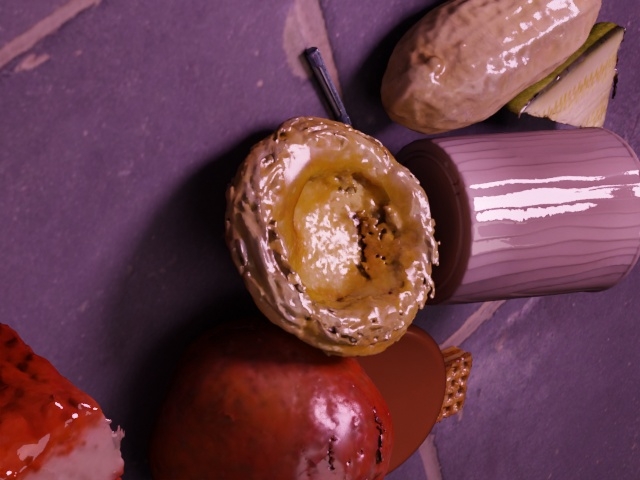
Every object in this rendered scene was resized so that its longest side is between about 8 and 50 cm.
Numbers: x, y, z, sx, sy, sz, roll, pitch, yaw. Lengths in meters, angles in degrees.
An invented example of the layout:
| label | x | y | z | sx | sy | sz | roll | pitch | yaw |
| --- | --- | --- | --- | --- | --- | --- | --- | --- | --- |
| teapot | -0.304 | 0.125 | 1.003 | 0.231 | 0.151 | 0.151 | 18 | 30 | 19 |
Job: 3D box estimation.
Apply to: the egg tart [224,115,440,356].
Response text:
| label | x | y | z | sx | sy | sz | roll | pitch | yaw |
| --- | --- | --- | --- | --- | --- | --- | --- | --- | --- |
| egg tart | 0.000 | 0.000 | 1.592 | 0.288 | 0.118 | 0.288 | 15 | 67 | -40 |

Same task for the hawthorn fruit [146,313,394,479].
| label | x | y | z | sx | sy | sz | roll | pitch | yaw |
| --- | --- | --- | --- | --- | --- | --- | --- | --- | --- |
| hawthorn fruit | -0.028 | 0.236 | 1.626 | 0.276 | 0.307 | 0.276 | -45 | 150 | -35 |

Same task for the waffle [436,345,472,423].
| label | x | y | z | sx | sy | sz | roll | pitch | yaw |
| --- | --- | --- | --- | --- | --- | --- | --- | --- | --- |
| waffle | 0.144 | 0.208 | 2.001 | 0.148 | 0.042 | 0.102 | -17 | 125 | -42 |

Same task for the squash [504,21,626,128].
| label | x | y | z | sx | sy | sz | roll | pitch | yaw |
| --- | --- | --- | --- | --- | --- | --- | --- | --- | --- |
| squash | 0.278 | -0.168 | 1.848 | 0.252 | 0.093 | 0.169 | -39 | 144 | -37 |

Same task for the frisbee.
| label | x | y | z | sx | sy | sz | roll | pitch | yaw |
| --- | --- | --- | --- | --- | --- | --- | --- | --- | --- |
| frisbee | 0.062 | 0.218 | 1.891 | 0.251 | 0.021 | 0.251 | -15 | 121 | -25 |

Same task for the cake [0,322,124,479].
| label | x | y | z | sx | sy | sz | roll | pitch | yaw |
| --- | --- | --- | --- | --- | --- | --- | --- | --- | --- |
| cake | -0.345 | 0.250 | 1.300 | 0.270 | 0.269 | 0.319 | -29 | 133 | -35 |

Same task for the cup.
| label | x | y | z | sx | sy | sz | roll | pitch | yaw |
| --- | --- | --- | --- | --- | --- | --- | --- | --- | --- |
| cup | 0.218 | -0.027 | 1.800 | 0.273 | 0.288 | 0.208 | -5 | 89 | -30 |

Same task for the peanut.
| label | x | y | z | sx | sy | sz | roll | pitch | yaw |
| --- | --- | --- | --- | --- | --- | --- | --- | --- | --- |
| peanut | 0.197 | -0.229 | 1.702 | 0.313 | 0.152 | 0.152 | -39 | 138 | -25 |

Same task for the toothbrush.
| label | x | y | z | sx | sy | sz | roll | pitch | yaw |
| --- | --- | --- | --- | --- | --- | --- | --- | --- | --- |
| toothbrush | 0.026 | -0.144 | 1.664 | 0.019 | 0.016 | 0.219 | -49 | 141 | -16 |
